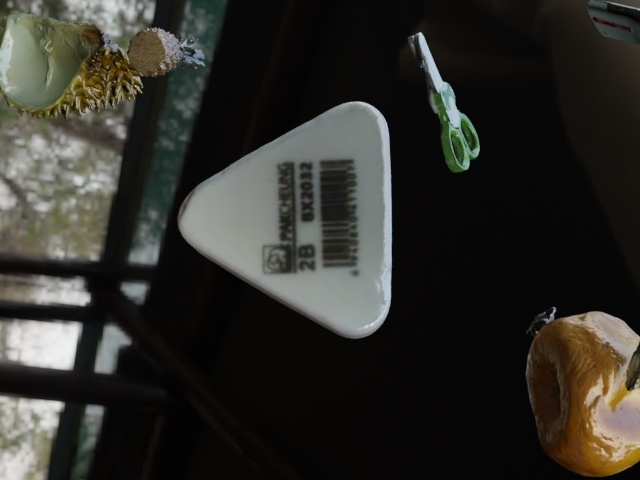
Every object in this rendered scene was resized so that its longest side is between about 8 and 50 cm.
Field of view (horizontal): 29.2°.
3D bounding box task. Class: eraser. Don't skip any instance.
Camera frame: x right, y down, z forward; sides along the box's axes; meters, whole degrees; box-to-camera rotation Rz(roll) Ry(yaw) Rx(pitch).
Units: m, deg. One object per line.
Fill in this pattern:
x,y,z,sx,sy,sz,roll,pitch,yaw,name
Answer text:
0.000,0.000,1.764,0.150,0.331,0.331,87,10,-85,eraser

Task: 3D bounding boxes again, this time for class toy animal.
0.397,0.192,2.130,0.070,0.105,0.202,-27,-169,18,toy animal

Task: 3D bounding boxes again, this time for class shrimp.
0.462,0.106,1.651,0.143,0.052,0.251,-29,138,-59,shrimp

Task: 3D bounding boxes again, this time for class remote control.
0.408,-0.266,1.559,0.166,0.065,0.029,28,-103,47,remote control

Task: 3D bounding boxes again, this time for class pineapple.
-0.172,-0.209,1.387,0.124,0.058,0.058,-17,118,-74,pineapple

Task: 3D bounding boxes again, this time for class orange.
0.416,0.227,1.849,0.249,0.183,0.249,179,-90,-78,orange

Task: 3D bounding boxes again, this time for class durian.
-0.358,-0.235,1.694,0.252,0.144,0.139,18,-55,43,durian

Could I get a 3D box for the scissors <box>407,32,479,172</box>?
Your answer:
0.174,-0.200,1.754,0.204,0.027,0.101,66,31,-16,scissors
